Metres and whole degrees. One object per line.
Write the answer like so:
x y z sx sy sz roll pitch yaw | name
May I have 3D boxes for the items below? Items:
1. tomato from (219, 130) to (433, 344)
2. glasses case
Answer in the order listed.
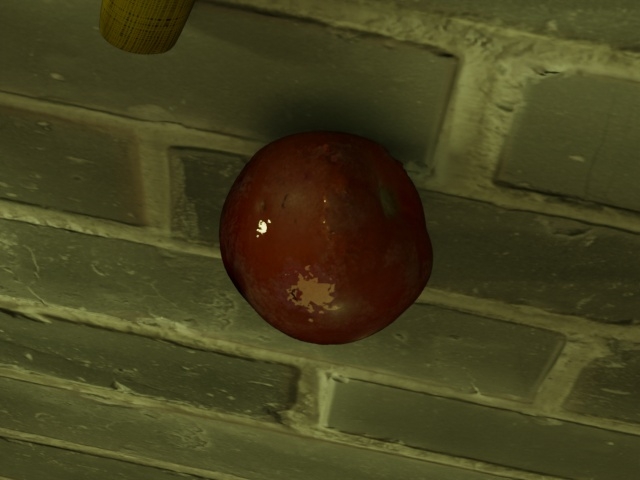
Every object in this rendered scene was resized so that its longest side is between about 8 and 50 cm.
0.000 0.000 1.492 0.184 0.208 0.208 -30 132 31 | tomato
-0.133 -0.227 1.283 0.079 0.064 0.234 11 152 -14 | glasses case
